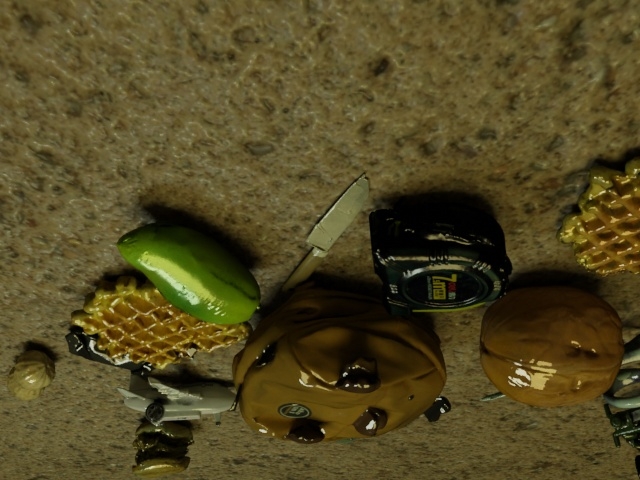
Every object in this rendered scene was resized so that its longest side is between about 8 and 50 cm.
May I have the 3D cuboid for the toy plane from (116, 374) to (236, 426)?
[{"bbox_3d":[-0.309,0.354,1.228,0.255,0.101,0.251,8,154,-7],"label":"toy plane"}]

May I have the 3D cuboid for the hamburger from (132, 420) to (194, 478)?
[{"bbox_3d":[-0.405,0.535,1.448,0.159,0.131,0.185,-4,149,-7],"label":"hamburger"}]

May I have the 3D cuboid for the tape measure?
[{"bbox_3d":[0.168,0.028,0.784,0.186,0.112,0.199,0,148,14],"label":"tape measure"}]

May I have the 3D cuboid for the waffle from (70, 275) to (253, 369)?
[{"bbox_3d":[-0.276,0.149,0.995,0.309,0.065,0.283,10,141,-7],"label":"waffle"}]

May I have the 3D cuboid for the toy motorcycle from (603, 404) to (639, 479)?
[{"bbox_3d":[0.745,0.479,1.265,0.127,0.205,0.275,-19,143,27],"label":"toy motorcycle"}]

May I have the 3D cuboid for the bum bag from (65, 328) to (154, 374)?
[{"bbox_3d":[-0.406,0.225,1.108,0.197,0.049,0.087,22,133,-23],"label":"bum bag"}]

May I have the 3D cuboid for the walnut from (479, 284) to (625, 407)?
[{"bbox_3d":[0.364,0.165,0.893,0.225,0.193,0.193,-10,142,-5],"label":"walnut"}]

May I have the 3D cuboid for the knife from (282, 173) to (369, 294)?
[{"bbox_3d":[0.000,0.002,0.830,0.047,0.017,0.298,21,139,-17],"label":"knife"}]

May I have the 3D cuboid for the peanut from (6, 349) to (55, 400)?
[{"bbox_3d":[-0.604,0.284,1.171,0.082,0.082,0.187,23,138,-25],"label":"peanut"}]

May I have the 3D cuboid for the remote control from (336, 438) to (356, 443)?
[{"bbox_3d":[0.084,0.452,1.383,0.072,0.042,0.222,14,139,-15],"label":"remote control"}]

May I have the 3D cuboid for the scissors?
[{"bbox_3d":[0.459,0.246,1.021,0.383,0.256,0.029,-30,90,48],"label":"scissors"}]

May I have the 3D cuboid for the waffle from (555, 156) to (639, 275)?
[{"bbox_3d":[0.445,-0.032,0.746,0.243,0.059,0.238,-4,145,11],"label":"waffle"}]

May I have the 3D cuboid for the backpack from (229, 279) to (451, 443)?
[{"bbox_3d":[0.044,0.233,0.971,0.377,0.201,0.354,9,139,-18],"label":"backpack"}]

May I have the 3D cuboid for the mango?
[{"bbox_3d":[-0.189,0.048,0.822,0.232,0.111,0.125,32,129,-31],"label":"mango"}]
